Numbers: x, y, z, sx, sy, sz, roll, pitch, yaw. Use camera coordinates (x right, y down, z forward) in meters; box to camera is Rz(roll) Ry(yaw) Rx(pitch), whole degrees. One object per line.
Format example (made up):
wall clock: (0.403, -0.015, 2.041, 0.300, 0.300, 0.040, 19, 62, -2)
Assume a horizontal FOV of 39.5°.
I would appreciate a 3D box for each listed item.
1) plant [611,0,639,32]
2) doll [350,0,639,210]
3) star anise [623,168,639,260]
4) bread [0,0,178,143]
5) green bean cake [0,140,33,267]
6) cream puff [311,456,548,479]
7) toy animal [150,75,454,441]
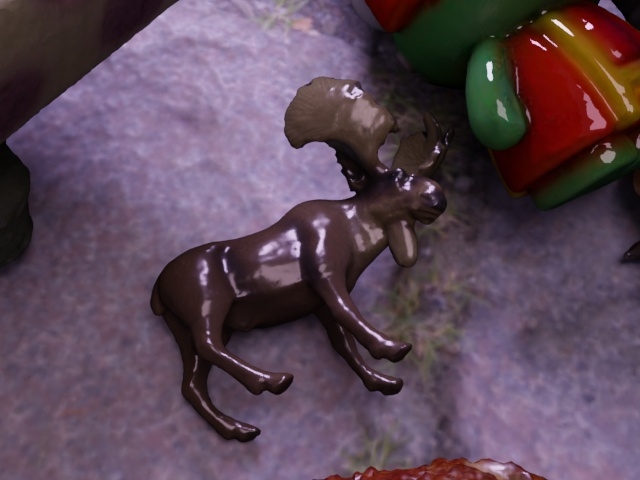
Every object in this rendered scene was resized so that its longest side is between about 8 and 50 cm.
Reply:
plant: (0.373, -0.224, 0.624, 0.312, 0.215, 0.213, -18, 72, -23)
doll: (0.102, -0.194, 0.596, 0.182, 0.160, 0.363, -21, 69, -36)
star anise: (0.323, 0.018, 0.575, 0.227, 0.148, 0.218, 28, 26, -24)
bread: (-0.223, -0.108, 0.424, 0.187, 0.155, 0.338, 41, 59, -1)
green bean cake: (-0.278, -0.043, 0.512, 0.185, 0.094, 0.183, -26, 71, -19)
cream puff: (0.053, 0.212, 0.408, 0.240, 0.164, 0.240, 6, 60, -10)
toy animal: (0.000, 0.000, 0.534, 0.214, 0.094, 0.186, -17, 60, -7)
